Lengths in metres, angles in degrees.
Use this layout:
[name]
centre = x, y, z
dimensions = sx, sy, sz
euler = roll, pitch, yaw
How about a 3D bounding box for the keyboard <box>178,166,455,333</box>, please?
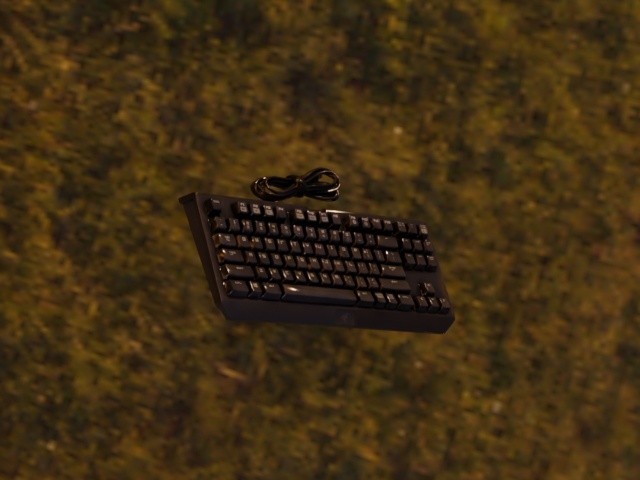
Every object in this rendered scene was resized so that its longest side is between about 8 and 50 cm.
[keyboard]
centre = 0.000, 0.000, 1.019
dimensions = 0.180, 0.023, 0.108
euler = 7, 53, -42
